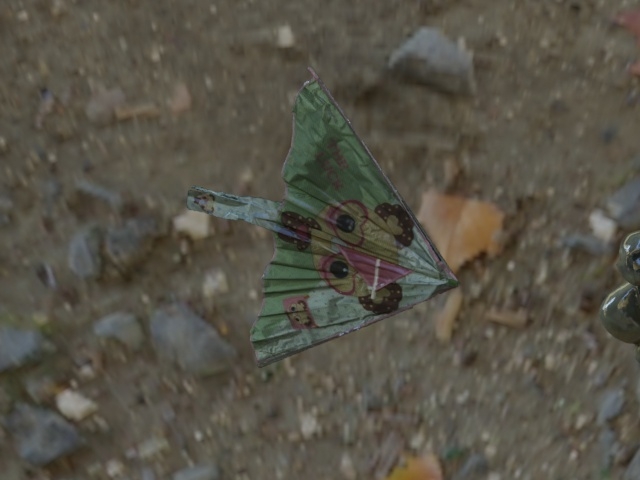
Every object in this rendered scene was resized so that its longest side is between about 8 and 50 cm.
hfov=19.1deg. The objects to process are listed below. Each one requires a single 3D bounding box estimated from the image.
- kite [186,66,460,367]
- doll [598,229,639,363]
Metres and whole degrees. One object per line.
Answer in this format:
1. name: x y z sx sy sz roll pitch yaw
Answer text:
1. kite: 0.000 0.000 1.737 0.268 0.323 0.013 20 31 12
2. doll: 0.442 0.005 1.782 0.252 0.382 0.378 30 87 -14
